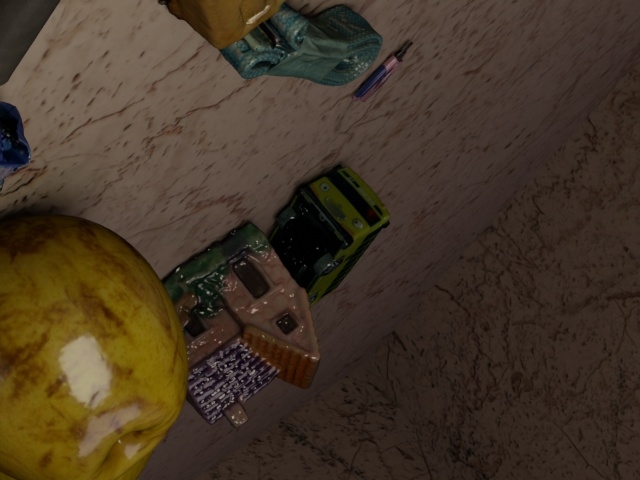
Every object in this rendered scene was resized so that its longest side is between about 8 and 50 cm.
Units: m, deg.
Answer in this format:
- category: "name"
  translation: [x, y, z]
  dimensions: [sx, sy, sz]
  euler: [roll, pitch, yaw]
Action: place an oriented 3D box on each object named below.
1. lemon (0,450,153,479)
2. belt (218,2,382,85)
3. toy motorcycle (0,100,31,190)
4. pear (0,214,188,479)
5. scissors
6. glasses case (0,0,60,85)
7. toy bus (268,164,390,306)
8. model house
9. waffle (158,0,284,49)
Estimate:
- category: "lemon"
  translation: [-0.325, 0.218, 1.388]
  dimensions: [0.260, 0.260, 0.284]
  euler: [-42, -169, 7]
- category: "belt"
  translation: [-0.018, -0.214, 1.196]
  dimensions: [0.087, 0.072, 0.302]
  euler: [-40, 170, 21]
- category: "toy motorcycle"
  translation: [-0.296, -0.071, 0.897]
  dimensions: [0.114, 0.076, 0.205]
  euler: [-50, 164, 4]
- category: "pear"
  translation: [-0.264, 0.113, 1.143]
  dimensions: [0.281, 0.280, 0.280]
  euler: [-38, 167, -10]
- category: "scissors"
  translation: [0.088, -0.232, 1.558]
  dimensions: [0.113, 0.012, 0.039]
  euler: [-45, 166, 21]
- category: "glasses case"
  translation: [-0.199, -0.191, 0.755]
  dimensions: [0.190, 0.072, 0.042]
  euler: [-47, 170, 28]
- category: "toy bus"
  translation: [0.000, 0.000, 1.840]
  dimensions: [0.150, 0.128, 0.262]
  euler: [-32, 166, -35]
- category: "model house"
  translation: [-0.122, 0.144, 1.731]
  dimensions: [0.237, 0.237, 0.202]
  euler: [-35, 168, -22]
- category: "waffle"
  translation: [-0.013, -0.305, 0.888]
  dimensions: [0.304, 0.077, 0.348]
  euler: [-38, 167, -5]
